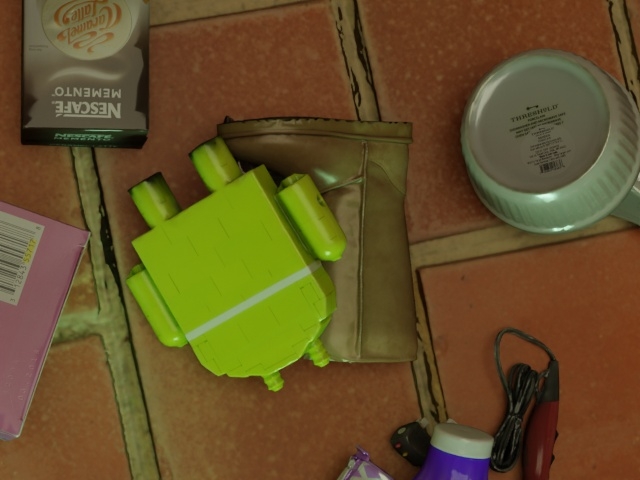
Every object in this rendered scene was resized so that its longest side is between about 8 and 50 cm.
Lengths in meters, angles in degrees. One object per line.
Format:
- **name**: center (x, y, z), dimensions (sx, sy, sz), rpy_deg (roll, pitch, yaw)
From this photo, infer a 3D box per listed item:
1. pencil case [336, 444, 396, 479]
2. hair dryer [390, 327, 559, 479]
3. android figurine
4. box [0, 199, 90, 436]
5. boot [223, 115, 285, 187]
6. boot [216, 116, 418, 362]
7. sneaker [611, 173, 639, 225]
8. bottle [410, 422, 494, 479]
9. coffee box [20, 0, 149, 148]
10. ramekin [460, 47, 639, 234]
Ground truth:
- **pencil case**: center (0.010, 0.324, 1.921), dimensions (0.206, 0.086, 0.088), rpy_deg (-52, 129, -15)
- **hair dryer**: center (0.244, 0.262, 1.984), dimensions (0.223, 0.080, 0.293), rpy_deg (-38, 91, -15)
- **android figurine**: center (-0.089, 0.032, 1.899), dimensions (0.248, 0.056, 0.273), rpy_deg (-31, 92, 20)
- **box**: center (-0.332, 0.085, 1.803), dimensions (0.117, 0.243, 0.214), rpy_deg (20, 79, -8)
- **boot**: center (-0.055, -0.089, 1.992), dimensions (0.114, 0.037, 0.106), rpy_deg (-3, 93, -11)
- **boot**: center (0.000, 0.000, 1.946), dimensions (0.236, 0.089, 0.270), rpy_deg (1, 91, -13)
- **sneaker**: center (0.382, -0.082, 2.072), dimensions (0.217, 0.079, 0.121), rpy_deg (32, 55, 6)
- **bottle**: center (0.125, 0.339, 1.895), dimensions (0.092, 0.118, 0.283), rpy_deg (8, 97, -23)
- **coffee box**: center (-0.257, -0.231, 1.936), dimensions (0.141, 0.098, 0.247), rpy_deg (0, 82, -12)
- **ramekin**: center (0.254, -0.117, 1.979), dimensions (0.207, 0.109, 0.207), rpy_deg (-4, 76, 17)
